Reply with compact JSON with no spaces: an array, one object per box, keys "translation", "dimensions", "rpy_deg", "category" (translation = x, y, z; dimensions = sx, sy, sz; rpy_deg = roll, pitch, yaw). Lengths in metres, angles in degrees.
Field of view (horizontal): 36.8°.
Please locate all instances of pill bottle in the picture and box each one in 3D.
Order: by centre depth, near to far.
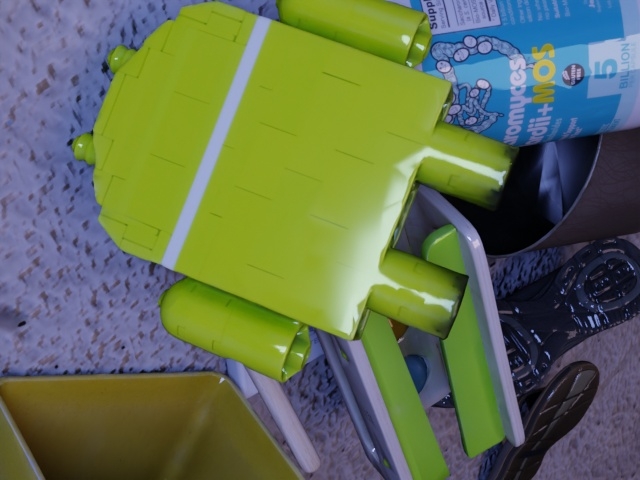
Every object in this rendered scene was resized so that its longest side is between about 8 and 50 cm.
[{"translation":[0.107,-0.135,0.700],"dimensions":[0.264,0.146,0.146],"rpy_deg":[-10,124,-4],"category":"pill bottle"}]

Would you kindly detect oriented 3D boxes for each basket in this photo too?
[{"translation":[0.242,-0.077,0.910],"dimensions":[0.227,0.154,0.204],"rpy_deg":[4,108,-48],"category":"basket"}]

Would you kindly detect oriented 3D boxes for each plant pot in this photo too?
[{"translation":[-0.138,0.237,0.703],"dimensions":[0.212,0.212,0.187],"rpy_deg":[6,120,-45],"category":"plant pot"}]

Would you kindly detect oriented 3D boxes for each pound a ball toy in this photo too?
[{"translation":[0.029,0.089,0.789],"dimensions":[0.208,0.136,0.319],"rpy_deg":[-30,131,-10],"category":"pound a ball toy"}]

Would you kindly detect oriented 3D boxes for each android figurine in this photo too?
[{"translation":[-0.026,-0.044,0.600],"dimensions":[0.056,0.273,0.248],"rpy_deg":[25,84,-78],"category":"android figurine"}]

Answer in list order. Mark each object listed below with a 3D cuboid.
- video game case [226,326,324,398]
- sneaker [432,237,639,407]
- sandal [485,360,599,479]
[{"translation":[0.000,0.000,0.814],"dimensions":[0.206,0.026,0.226],"rpy_deg":[-27,129,-30],"category":"video game case"},{"translation":[0.213,0.101,1.011],"dimensions":[0.286,0.109,0.130],"rpy_deg":[-22,166,-12],"category":"sneaker"},{"translation":[0.254,0.224,1.163],"dimensions":[0.090,0.060,0.219],"rpy_deg":[0,127,-37],"category":"sandal"}]
